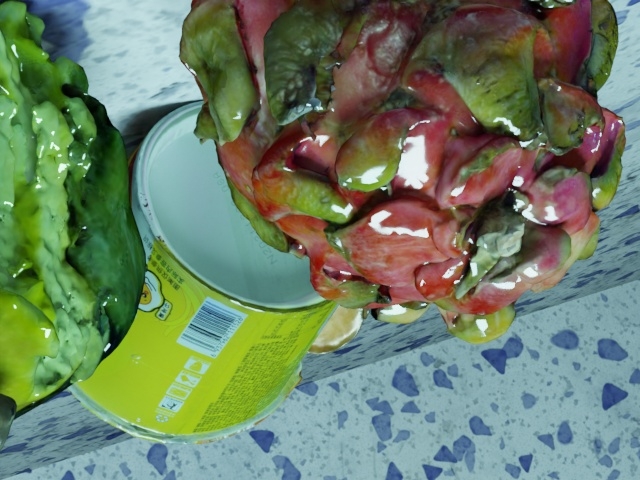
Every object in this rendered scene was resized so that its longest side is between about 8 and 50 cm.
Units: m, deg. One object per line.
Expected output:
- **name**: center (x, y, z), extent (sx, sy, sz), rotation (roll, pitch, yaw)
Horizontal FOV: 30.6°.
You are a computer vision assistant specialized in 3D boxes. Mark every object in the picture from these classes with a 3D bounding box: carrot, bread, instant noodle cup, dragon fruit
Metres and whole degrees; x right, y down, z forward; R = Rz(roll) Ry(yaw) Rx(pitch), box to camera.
- **carrot**: center (-0.031, 0.036, 1.277), extent (0.102, 0.102, 0.263), rotation (-17, -159, -11)
- **bread**: center (-0.294, 0.040, 0.747), extent (0.376, 0.251, 0.208), rotation (-28, -167, 30)
- **instant noodle cup**: center (-0.095, 0.017, 0.998), extent (0.264, 0.264, 0.200), rotation (-10, 154, -35)
- **dragon fruit**: center (0.056, -0.079, 0.716), extent (0.250, 0.291, 0.269), rotation (-25, 167, -2)

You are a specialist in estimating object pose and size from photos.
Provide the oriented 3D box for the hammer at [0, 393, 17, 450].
- **hammer**: center (-0.361, 0.027, 0.553), extent (0.440, 0.044, 0.168), rotation (22, 138, -17)
